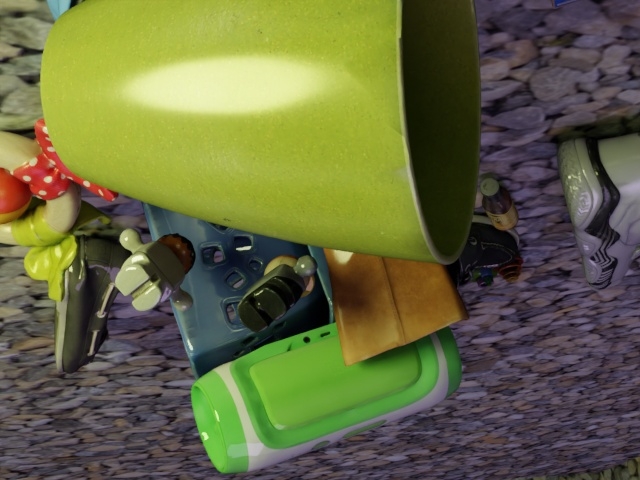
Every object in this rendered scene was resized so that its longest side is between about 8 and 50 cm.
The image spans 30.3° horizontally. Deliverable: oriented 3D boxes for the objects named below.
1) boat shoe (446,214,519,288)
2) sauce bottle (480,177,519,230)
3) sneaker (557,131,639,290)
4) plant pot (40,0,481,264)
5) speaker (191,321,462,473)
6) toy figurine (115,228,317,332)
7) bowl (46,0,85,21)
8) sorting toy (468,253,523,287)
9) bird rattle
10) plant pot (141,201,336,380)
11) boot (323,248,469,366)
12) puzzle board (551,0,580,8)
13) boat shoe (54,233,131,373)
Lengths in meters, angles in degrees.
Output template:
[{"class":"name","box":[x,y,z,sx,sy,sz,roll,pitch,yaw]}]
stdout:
[{"class":"boat shoe","box":[0.156,0.028,1.665,0.340,0.113,0.127,10,149,-41]},{"class":"sauce bottle","box":[0.241,-0.051,1.616,0.042,0.042,0.128,-17,155,14]},{"class":"sneaker","box":[0.444,-0.044,1.599,0.210,0.137,0.366,-13,154,12]},{"class":"plant pot","box":[-0.047,-0.116,0.894,0.294,0.274,0.275,-1,161,18]},{"class":"speaker","box":[0.008,0.168,1.360,0.297,0.131,0.131,-16,160,-20]},{"class":"toy figurine","box":[-0.100,-0.024,1.211,0.213,0.209,0.148,6,-161,10]},{"class":"bowl","box":[-0.042,-0.226,1.025,0.391,0.077,0.391,-10,158,-4]},{"class":"sorting toy","box":[0.277,0.056,1.880,0.061,0.042,0.102,10,150,-41]},{"class":"bird rattle","box":[-0.316,-0.048,1.261,0.207,0.143,0.253,10,150,-8]},{"class":"plant pot","box":[-0.083,0.048,1.462,0.212,0.235,0.236,-16,157,-7]},{"class":"boot","box":[0.000,0.000,1.308,0.264,0.280,0.096,-17,-179,1]},{"class":"puzzle board","box":[0.285,-0.272,1.156,0.128,0.011,0.096,-15,158,10]},{"class":"boat shoe","box":[-0.313,0.097,1.611,0.096,0.112,0.335,-1,152,-13]}]
